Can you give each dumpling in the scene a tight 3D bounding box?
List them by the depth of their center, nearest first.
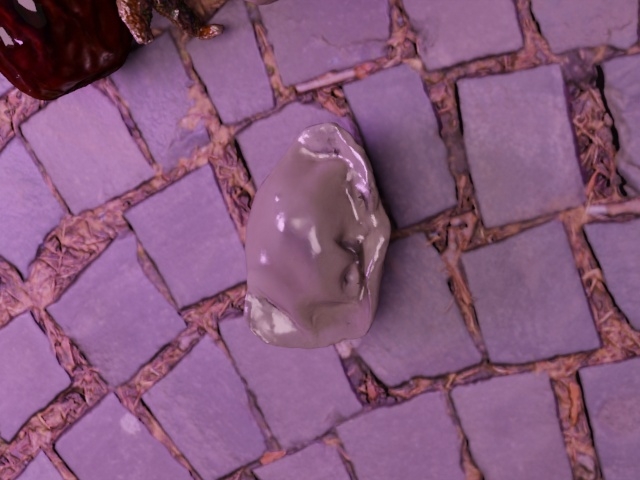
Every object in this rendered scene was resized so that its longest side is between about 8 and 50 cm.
[{"bbox_3d":[0.000,0.000,1.571,0.162,0.132,0.250,21,109,19],"label":"dumpling"}]

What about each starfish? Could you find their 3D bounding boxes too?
[{"bbox_3d":[-0.190,-0.269,1.563,0.053,0.209,0.150,-25,67,50],"label":"starfish"}]

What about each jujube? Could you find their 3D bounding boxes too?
[{"bbox_3d":[-0.309,-0.271,1.600,0.183,0.183,0.243,-23,96,24],"label":"jujube"}]

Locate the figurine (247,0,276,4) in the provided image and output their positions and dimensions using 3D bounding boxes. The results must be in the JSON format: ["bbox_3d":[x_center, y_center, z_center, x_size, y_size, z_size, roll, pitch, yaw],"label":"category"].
[{"bbox_3d":[-0.027,-0.308,1.398,0.185,0.332,0.204,42,97,5],"label":"figurine"}]
